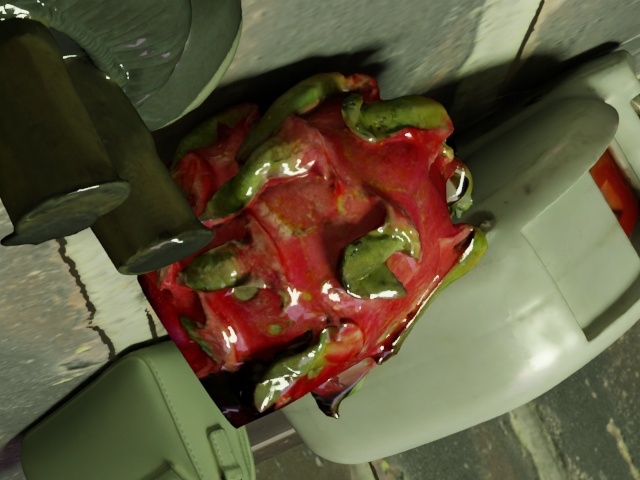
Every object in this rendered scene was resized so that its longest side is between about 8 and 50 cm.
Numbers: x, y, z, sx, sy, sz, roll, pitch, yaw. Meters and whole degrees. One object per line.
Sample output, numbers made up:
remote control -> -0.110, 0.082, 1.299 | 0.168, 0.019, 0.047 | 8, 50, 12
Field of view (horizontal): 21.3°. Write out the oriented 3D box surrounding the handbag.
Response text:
handbag -> -0.131, 0.211, 1.342 | 0.079, 0.219, 0.256 | -13, 164, -40

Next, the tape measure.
tape measure -> 0.091, 0.008, 1.027 | 0.258, 0.130, 0.265 | -27, -167, 19

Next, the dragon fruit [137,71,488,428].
dragon fruit -> 0.000, 0.000, 0.849 | 0.172, 0.160, 0.166 | -32, 125, -2

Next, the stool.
stool -> -0.090, -0.051, 0.457 | 0.228, 0.139, 0.153 | -12, 164, -39
